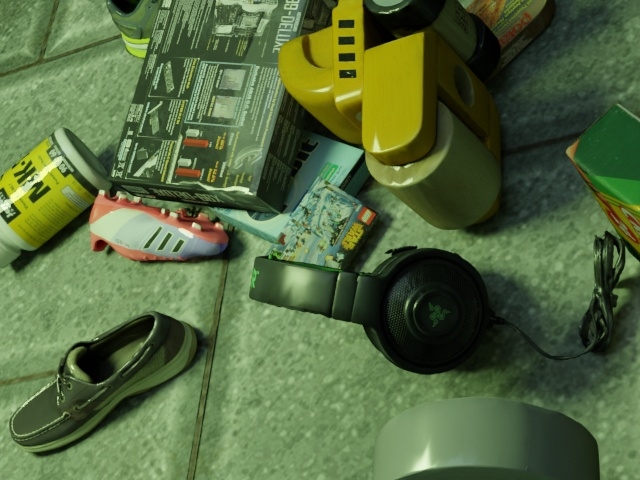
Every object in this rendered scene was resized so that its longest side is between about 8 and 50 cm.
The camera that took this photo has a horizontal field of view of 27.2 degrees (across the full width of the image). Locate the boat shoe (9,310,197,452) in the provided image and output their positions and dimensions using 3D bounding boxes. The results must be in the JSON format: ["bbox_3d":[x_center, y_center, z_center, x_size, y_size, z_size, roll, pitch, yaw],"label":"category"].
[{"bbox_3d":[-0.298,0.175,1.720,0.285,0.092,0.103,-30,46,13],"label":"boat shoe"}]

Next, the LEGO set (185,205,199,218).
[{"bbox_3d":[-0.156,-0.067,1.860,0.083,0.023,0.054,-46,41,15],"label":"LEGO set"}]

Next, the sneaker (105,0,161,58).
[{"bbox_3d":[-0.209,-0.362,2.043,0.299,0.121,0.111,-9,54,29],"label":"sneaker"}]

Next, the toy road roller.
[{"bbox_3d":[0.079,-0.167,1.621,0.240,0.202,0.330,-17,58,29],"label":"toy road roller"}]

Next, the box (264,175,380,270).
[{"bbox_3d":[0.000,0.000,1.660,0.094,0.027,0.137,32,76,8],"label":"box"}]

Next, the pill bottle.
[{"bbox_3d":[-0.424,-0.060,1.967,0.208,0.119,0.119,-39,45,4],"label":"pill bottle"}]

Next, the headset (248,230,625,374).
[{"bbox_3d":[0.123,0.047,1.437,0.394,0.243,0.185,11,90,8],"label":"headset"}]

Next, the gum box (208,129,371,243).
[{"bbox_3d":[-0.040,-0.071,1.765,0.184,0.041,0.157,23,73,42],"label":"gum box"}]

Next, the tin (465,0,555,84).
[{"bbox_3d":[0.226,-0.273,1.740,0.189,0.040,0.106,-43,41,0],"label":"tin"}]

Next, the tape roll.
[{"bbox_3d":[0.158,0.232,1.275,0.219,0.219,0.072,-14,50,26],"label":"tape roll"}]

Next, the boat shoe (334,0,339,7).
[{"bbox_3d":[-0.057,-0.251,1.871,0.120,0.122,0.324,34,88,39],"label":"boat shoe"}]

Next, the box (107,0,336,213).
[{"bbox_3d":[-0.132,-0.201,1.776,0.242,0.076,0.308,7,76,29],"label":"box"}]

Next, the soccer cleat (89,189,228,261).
[{"bbox_3d":[-0.225,-0.004,1.830,0.248,0.083,0.095,17,100,35],"label":"soccer cleat"}]

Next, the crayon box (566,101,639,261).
[{"bbox_3d":[0.393,0.017,1.288,0.081,0.202,0.318,-43,44,0],"label":"crayon box"}]
